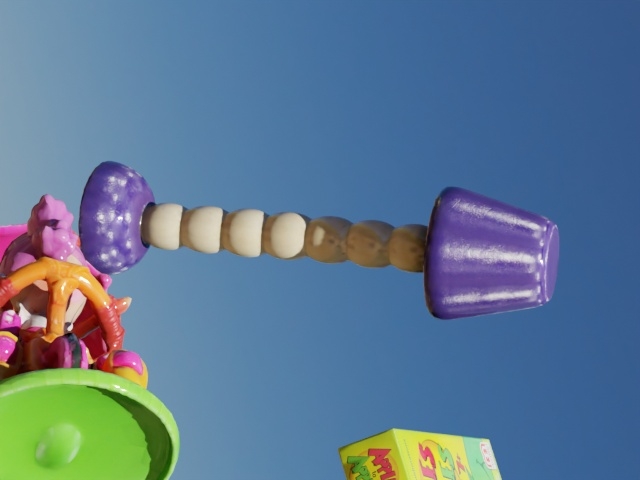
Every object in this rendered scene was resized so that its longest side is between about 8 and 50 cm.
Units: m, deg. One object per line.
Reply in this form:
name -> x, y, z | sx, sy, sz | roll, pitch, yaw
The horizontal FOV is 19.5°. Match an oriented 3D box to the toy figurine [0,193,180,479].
toy figurine -> -0.107, 0.047, 0.652 | 0.159, 0.130, 0.173 | -100, -152, -45

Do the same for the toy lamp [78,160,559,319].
toy lamp -> 0.000, 0.000, 1.083 | 0.080, 0.274, 0.080 | 7, 90, -72

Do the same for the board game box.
board game box -> 0.078, 0.179, 1.244 | 0.181, 0.043, 0.092 | 18, 53, -65
